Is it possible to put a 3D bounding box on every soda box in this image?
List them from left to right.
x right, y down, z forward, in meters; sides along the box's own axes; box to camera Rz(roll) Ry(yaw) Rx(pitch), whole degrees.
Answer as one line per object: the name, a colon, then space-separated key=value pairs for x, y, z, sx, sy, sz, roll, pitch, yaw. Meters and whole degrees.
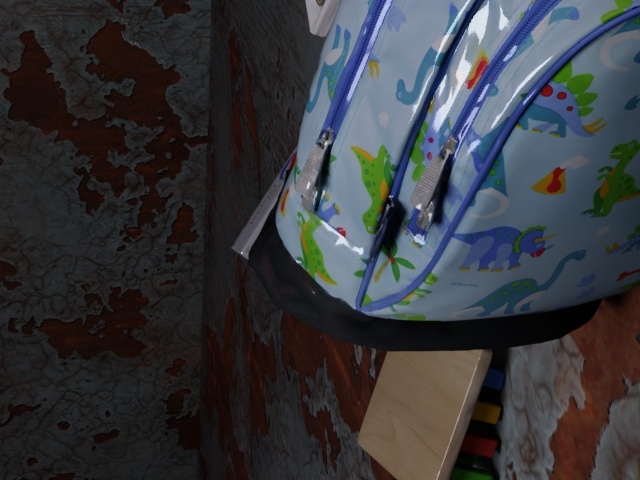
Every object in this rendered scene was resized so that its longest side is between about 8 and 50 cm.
soda box: x=-0.034 y=-0.058 z=1.386 sx=0.216 sy=0.069 sz=0.074 roll=-58 pitch=17 yaw=-3

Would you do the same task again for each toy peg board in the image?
toy peg board: x=0.128 y=0.170 z=1.020 sx=0.161 sy=0.079 sz=0.161 roll=27 pitch=99 yaw=64

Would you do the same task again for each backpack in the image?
backpack: x=0.133 y=-0.091 z=0.630 sx=0.273 sy=0.290 sz=0.356 roll=-129 pitch=45 yaw=-52

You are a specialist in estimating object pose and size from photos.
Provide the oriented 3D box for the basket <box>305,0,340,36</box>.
basket: x=0.047 y=-0.326 z=1.163 sx=0.167 sy=0.103 sz=0.113 roll=126 pitch=138 yaw=-66

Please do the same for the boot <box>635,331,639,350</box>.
boot: x=0.225 y=0.163 z=0.633 sx=0.338 sy=0.118 sz=0.223 roll=162 pitch=108 yaw=-63

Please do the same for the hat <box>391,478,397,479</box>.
hat: x=0.173 y=0.288 z=0.944 sx=0.183 sy=0.173 sz=0.208 roll=-36 pitch=40 yaw=29
